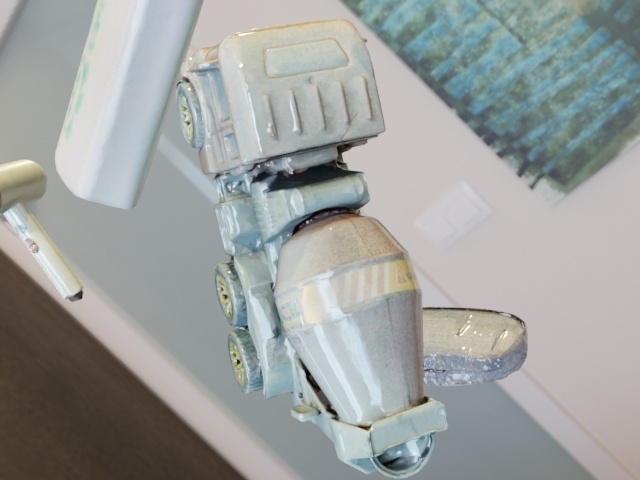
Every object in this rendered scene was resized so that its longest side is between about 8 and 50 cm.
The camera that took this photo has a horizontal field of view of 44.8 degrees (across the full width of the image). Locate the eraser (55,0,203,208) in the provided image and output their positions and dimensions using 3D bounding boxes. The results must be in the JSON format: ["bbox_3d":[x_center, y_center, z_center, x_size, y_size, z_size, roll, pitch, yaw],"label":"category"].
[{"bbox_3d":[-0.202,-0.200,0.840,0.189,0.104,0.289,49,122,54],"label":"eraser"}]

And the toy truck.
[{"bbox_3d":[0.000,0.000,0.453,0.108,0.256,0.140,-14,6,-21],"label":"toy truck"}]

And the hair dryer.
[{"bbox_3d":[-0.420,-0.012,1.160,0.073,0.236,0.131,-36,3,21],"label":"hair dryer"}]

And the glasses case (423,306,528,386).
[{"bbox_3d":[0.092,0.119,0.877,0.283,0.067,0.109,-5,22,30],"label":"glasses case"}]
